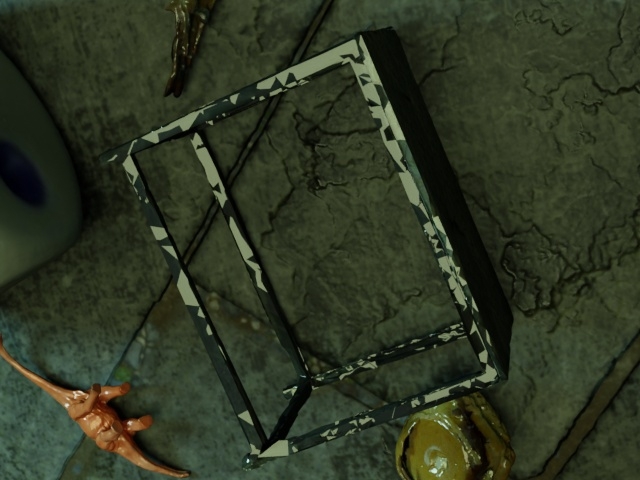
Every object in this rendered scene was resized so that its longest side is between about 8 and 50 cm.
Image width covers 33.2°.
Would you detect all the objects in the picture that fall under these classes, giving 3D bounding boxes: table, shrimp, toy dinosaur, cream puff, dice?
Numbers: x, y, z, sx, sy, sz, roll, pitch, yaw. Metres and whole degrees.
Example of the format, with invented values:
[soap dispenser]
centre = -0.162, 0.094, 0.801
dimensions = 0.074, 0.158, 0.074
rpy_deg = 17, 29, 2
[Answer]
[table]
centre = 0.000, 0.000, 1.064
dimensions = 0.272, 0.222, 0.335
rpy_deg = -22, 97, 15
[shrimp]
centre = -0.155, -0.283, 1.111
dimensions = 0.117, 0.066, 0.262
rpy_deg = 16, 111, -8
[toy dinosaur]
centre = -0.266, 0.193, 1.252
dimensions = 0.279, 0.055, 0.101
rpy_deg = 47, 130, -4
[cream puff]
centre = 0.145, 0.214, 1.143
dimensions = 0.119, 0.104, 0.133
rpy_deg = 0, 97, 45
[dice]
centre = -0.439, -0.058, 1.100
dimensions = 0.277, 0.304, 0.304
rpy_deg = -30, 95, 17
